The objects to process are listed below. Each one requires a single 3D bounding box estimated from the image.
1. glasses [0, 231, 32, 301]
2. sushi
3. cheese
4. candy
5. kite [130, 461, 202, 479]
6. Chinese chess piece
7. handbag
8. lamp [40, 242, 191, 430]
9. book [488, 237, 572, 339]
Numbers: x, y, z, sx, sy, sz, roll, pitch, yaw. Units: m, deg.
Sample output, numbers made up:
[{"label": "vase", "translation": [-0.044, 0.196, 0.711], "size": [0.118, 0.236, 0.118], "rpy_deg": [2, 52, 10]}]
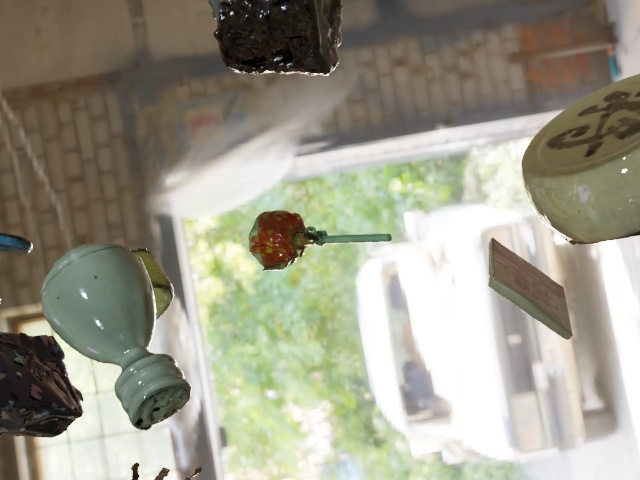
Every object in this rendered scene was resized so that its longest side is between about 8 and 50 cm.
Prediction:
[{"label": "glasses", "translation": [-0.260, 0.074, 0.638], "size": [0.207, 0.102, 0.239], "rpy_deg": [-63, 12, -25]}, {"label": "sushi", "translation": [-0.032, -0.162, 0.837], "size": [0.098, 0.084, 0.094], "rpy_deg": [-57, -37, -54]}, {"label": "cheese", "translation": [-0.203, 0.052, 1.423], "size": [0.060, 0.041, 0.084], "rpy_deg": [45, 148, 28]}, {"label": "candy", "translation": [-0.001, 0.001, 1.552], "size": [0.287, 0.078, 0.084], "rpy_deg": [1, 92, 54]}, {"label": "kite", "translation": [-0.201, 0.302, 1.345], "size": [0.245, 0.141, 0.015], "rpy_deg": [121, 145, -52]}, {"label": "Chinese chess piece", "translation": [0.369, -0.103, 1.427], "size": [0.104, 0.257, 0.257], "rpy_deg": [57, -174, -19]}, {"label": "handbag", "translation": [-0.469, 0.206, 1.721], "size": [0.260, 0.113, 0.162], "rpy_deg": [9, -134, -47]}, {"label": "lamp", "translation": [-0.187, 0.083, 1.104], "size": [0.193, 0.106, 0.106], "rpy_deg": [52, 164, 28]}, {"label": "book", "translation": [0.353, 0.078, 2.010], "size": [0.022, 0.162, 0.232], "rpy_deg": [-55, 3, 18]}]
